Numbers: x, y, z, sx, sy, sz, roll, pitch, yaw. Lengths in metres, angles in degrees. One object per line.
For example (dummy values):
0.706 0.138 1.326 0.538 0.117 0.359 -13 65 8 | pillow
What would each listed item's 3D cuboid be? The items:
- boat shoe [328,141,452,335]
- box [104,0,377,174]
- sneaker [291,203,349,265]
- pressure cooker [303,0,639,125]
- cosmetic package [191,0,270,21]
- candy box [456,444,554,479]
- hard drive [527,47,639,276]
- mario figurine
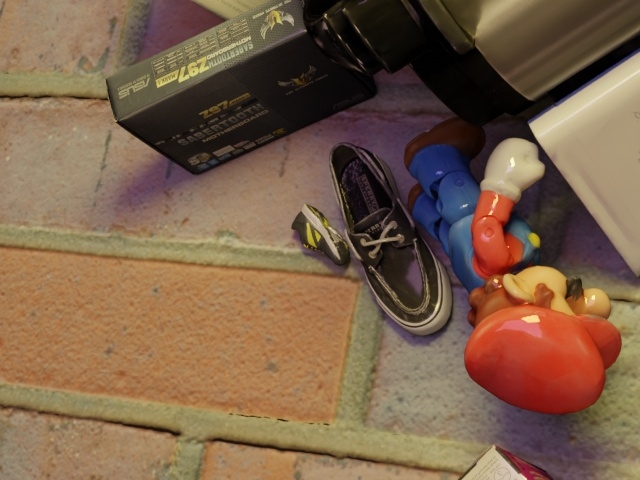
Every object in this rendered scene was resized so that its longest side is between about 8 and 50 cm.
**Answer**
0.062 -0.003 1.763 0.078 0.070 0.219 -32 63 12 | boat shoe
-0.081 -0.161 1.817 0.233 0.183 0.059 -23 65 15 | box
0.000 0.000 1.818 0.035 0.031 0.083 -48 56 19 | sneaker
0.161 -0.316 1.596 0.420 0.370 0.375 -33 66 16 | pressure cooker
-0.015 -0.405 1.811 0.156 0.217 0.385 40 99 40 | cosmetic package
0.231 0.294 1.539 0.071 0.159 0.233 -46 62 6 | candy box
0.376 -0.122 1.585 0.319 0.210 0.040 -33 36 11 | hard drive
0.197 0.027 1.630 0.170 0.198 0.320 -40 47 17 | mario figurine
